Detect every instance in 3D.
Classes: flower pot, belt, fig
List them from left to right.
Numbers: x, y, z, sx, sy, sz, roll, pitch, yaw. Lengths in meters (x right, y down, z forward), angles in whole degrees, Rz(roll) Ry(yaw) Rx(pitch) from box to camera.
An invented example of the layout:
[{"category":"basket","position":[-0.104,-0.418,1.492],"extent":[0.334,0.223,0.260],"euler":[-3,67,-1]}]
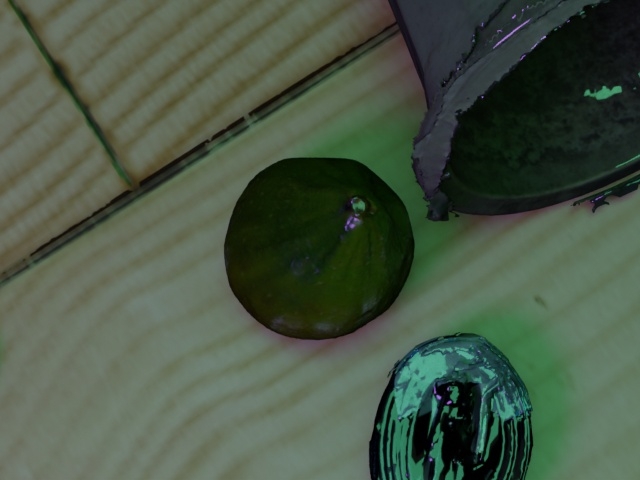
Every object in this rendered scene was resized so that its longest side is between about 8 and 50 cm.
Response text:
[{"category":"fig","position":[0.000,0.000,0.961],"extent":[0.123,0.156,0.123],"euler":[0,79,-3]},{"category":"belt","position":[0.084,0.128,0.978],"extent":[0.105,0.058,0.140],"euler":[6,78,1]},{"category":"flower pot","position":[0.145,-0.185,0.950],"extent":[0.290,0.290,0.259],"euler":[-23,65,-1]}]
